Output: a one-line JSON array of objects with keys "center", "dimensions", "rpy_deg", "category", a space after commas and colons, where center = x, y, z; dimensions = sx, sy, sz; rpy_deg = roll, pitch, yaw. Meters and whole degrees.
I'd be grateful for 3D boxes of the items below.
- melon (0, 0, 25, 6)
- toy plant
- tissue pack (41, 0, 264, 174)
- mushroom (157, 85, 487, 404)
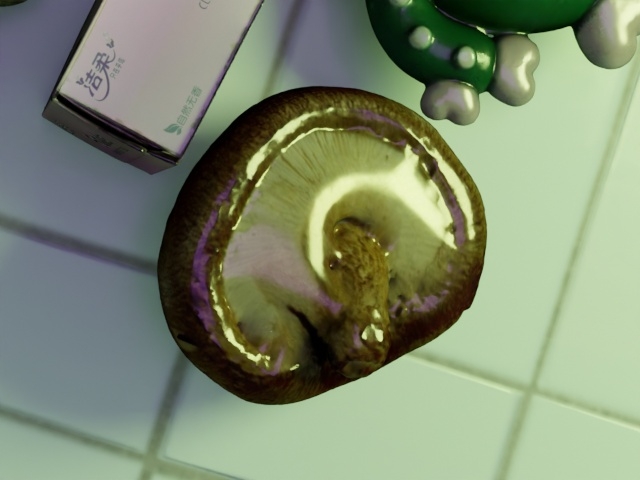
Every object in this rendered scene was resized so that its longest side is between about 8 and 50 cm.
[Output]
[{"center": [-0.225, -0.208, 1.008], "dimensions": [0.098, 0.098, 0.130], "rpy_deg": [-39, 96, -9], "category": "melon"}, {"center": [0.122, -0.210, 1.077], "dimensions": [0.243, 0.112, 0.232], "rpy_deg": [-22, 87, -11], "category": "toy plant"}, {"center": [-0.084, -0.170, 1.017], "dimensions": [0.092, 0.148, 0.246], "rpy_deg": [27, 83, -11], "category": "tissue pack"}, {"center": [-0.005, 0.003, 1.052], "dimensions": [0.231, 0.138, 0.194], "rpy_deg": [-14, 81, -23], "category": "mushroom"}]
